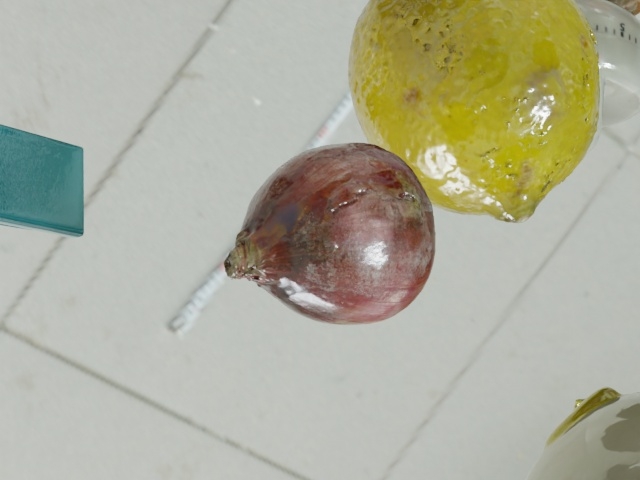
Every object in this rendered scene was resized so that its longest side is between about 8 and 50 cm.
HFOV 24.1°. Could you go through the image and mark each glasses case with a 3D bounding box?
[{"bbox_3d":[-0.394,-0.077,1.743,0.301,0.070,0.117,17,68,-59],"label":"glasses case"}]

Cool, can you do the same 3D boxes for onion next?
[{"bbox_3d":[0.000,0.000,1.235,0.195,0.159,0.159,-12,120,-42],"label":"onion"}]

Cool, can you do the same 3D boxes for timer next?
[{"bbox_3d":[0.287,-0.191,1.816,0.233,0.233,0.240,15,71,-31],"label":"timer"}]

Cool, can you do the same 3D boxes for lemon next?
[{"bbox_3d":[0.162,-0.160,1.548,0.258,0.310,0.258,-14,154,-7],"label":"lemon"}]

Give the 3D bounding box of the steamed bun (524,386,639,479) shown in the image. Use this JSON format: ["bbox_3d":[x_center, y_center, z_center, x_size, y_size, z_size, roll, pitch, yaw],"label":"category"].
[{"bbox_3d":[0.345,0.300,1.390,0.334,0.374,0.333,2,88,-41],"label":"steamed bun"}]
